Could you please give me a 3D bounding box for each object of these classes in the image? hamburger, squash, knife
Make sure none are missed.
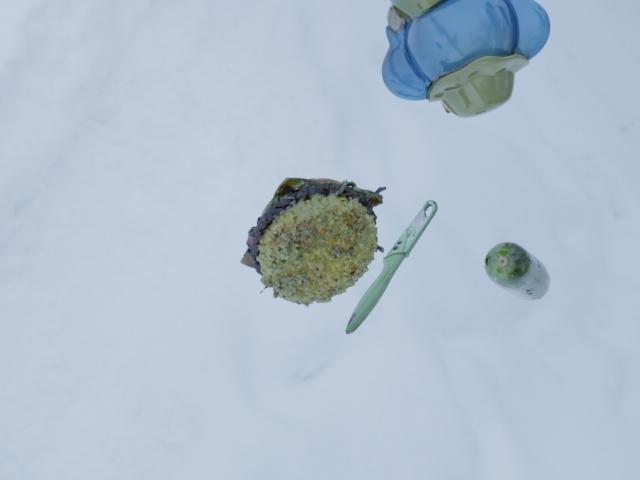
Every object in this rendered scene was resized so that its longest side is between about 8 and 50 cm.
[{"bbox_3d":[0.000,0.000,1.445,0.243,0.261,0.138,4,34,-31],"label":"hamburger"},{"bbox_3d":[0.287,0.046,1.233,0.239,0.069,0.069,23,39,-63],"label":"squash"},{"bbox_3d":[0.080,0.026,0.958,0.207,0.030,0.014,-53,124,-28],"label":"knife"}]

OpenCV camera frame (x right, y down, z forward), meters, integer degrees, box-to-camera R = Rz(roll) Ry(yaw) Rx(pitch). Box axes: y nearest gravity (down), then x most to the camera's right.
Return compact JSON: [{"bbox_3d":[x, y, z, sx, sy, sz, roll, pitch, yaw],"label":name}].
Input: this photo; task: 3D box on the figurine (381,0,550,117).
[{"bbox_3d":[0.167,-0.277,1.011,0.180,0.154,0.262,-10,101,-21],"label":"figurine"}]
